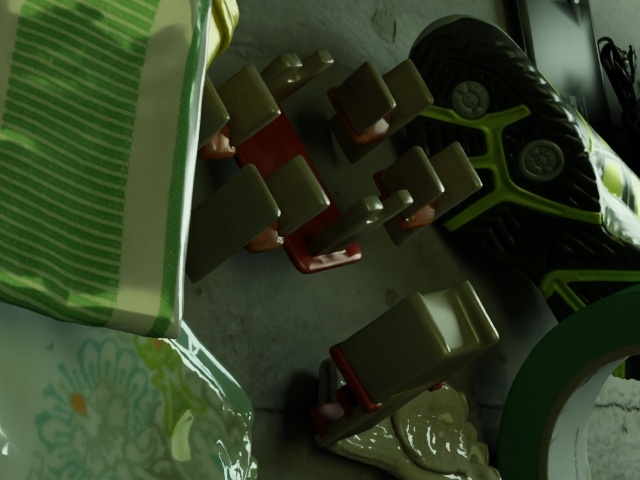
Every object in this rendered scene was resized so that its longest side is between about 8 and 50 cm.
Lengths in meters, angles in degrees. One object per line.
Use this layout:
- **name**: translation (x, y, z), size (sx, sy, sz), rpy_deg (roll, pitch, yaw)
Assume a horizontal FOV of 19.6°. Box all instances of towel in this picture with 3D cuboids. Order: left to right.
- **towel**: translation (-0.195, -0.097, 0.979), size (0.324, 0.038, 0.248), rpy_deg (25, 56, -36)
- **towel**: translation (-0.181, 0.120, 1.017), size (0.374, 0.090, 0.321), rpy_deg (52, 39, -32)

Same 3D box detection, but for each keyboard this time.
- **keyboard**: translation (0.258, -0.107, 1.781), size (0.201, 0.033, 0.317), rpy_deg (1, 79, -48)

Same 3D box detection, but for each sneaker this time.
- **sneaker**: translation (0.194, -0.044, 1.601), size (0.385, 0.145, 0.147), rpy_deg (52, 22, -25)

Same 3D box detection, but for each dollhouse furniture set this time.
- **dollhouse furniture set**: translation (0.000, 0.000, 1.322), size (0.262, 0.135, 0.259), rpy_deg (-10, 68, -55)

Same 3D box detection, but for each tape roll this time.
- **tape roll**: translation (0.297, 0.191, 1.478), size (0.077, 0.321, 0.321), rpy_deg (-16, 91, -55)

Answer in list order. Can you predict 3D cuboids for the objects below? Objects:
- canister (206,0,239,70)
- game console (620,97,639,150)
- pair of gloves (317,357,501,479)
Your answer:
- **canister**: translation (-0.139, -0.100, 1.159), size (0.073, 0.126, 0.170), rpy_deg (71, 33, -44)
- **game console**: translation (0.417, -0.090, 1.833), size (0.173, 0.250, 0.293), rpy_deg (52, 20, 12)
- **pair of gloves**: translation (0.073, 0.216, 1.407), size (0.204, 0.042, 0.240), rpy_deg (11, 64, -46)
